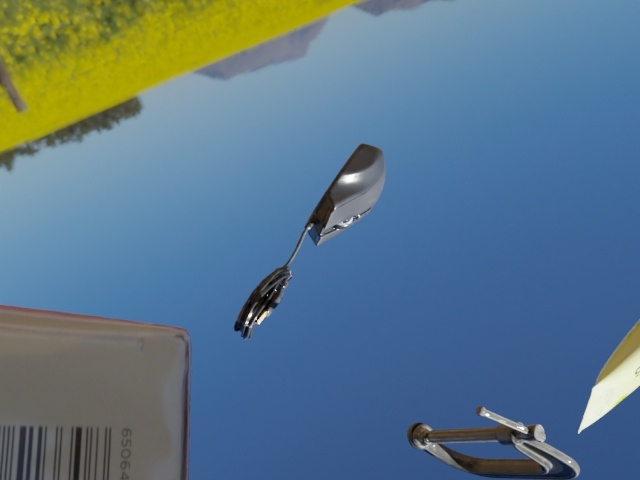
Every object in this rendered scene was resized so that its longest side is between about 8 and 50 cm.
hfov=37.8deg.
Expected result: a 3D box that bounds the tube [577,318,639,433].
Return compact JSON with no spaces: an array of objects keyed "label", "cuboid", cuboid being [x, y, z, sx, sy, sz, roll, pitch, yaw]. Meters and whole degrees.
[{"label":"tube","cuboid":[0.368,0.120,1.051,0.240,0.070,0.062,-36,-165,-27]}]

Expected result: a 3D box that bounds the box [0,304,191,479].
[{"label":"box","cuboid":[-0.175,0.098,0.375,0.148,0.127,0.232,10,165,-40]}]

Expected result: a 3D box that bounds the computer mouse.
[{"label":"computer mouse","cuboid":[0.000,0.000,0.775,0.242,0.041,0.071,-55,179,-39]}]

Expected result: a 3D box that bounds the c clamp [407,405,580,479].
[{"label":"c clamp","cuboid":[0.128,0.159,0.735,0.160,0.137,0.022,-26,-138,56]}]
